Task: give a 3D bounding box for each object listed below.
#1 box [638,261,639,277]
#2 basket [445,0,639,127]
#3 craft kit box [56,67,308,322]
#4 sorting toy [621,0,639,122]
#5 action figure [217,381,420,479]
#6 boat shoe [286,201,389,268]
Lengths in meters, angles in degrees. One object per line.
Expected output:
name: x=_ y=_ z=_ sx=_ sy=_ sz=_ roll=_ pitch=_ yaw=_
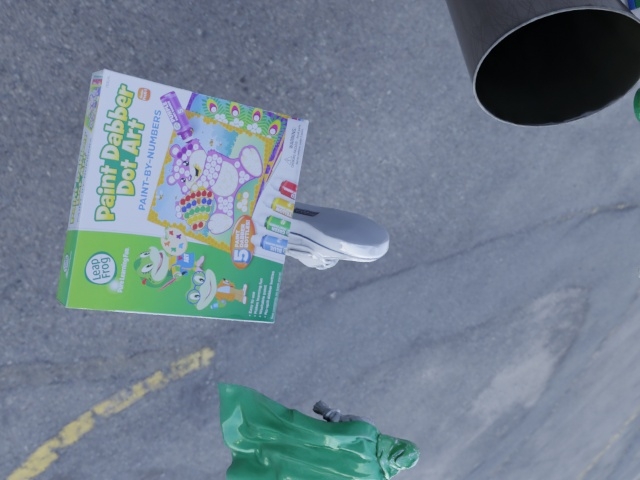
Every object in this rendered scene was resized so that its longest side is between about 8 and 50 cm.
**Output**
box: x=0.400 y=-0.078 z=0.695 sx=0.148 sy=0.127 sz=0.232 roll=-40 pitch=137 yaw=-54
basket: x=0.221 y=-0.258 z=0.790 sx=0.204 sy=0.227 sz=0.154 roll=1 pitch=143 yaw=-23
craft kit box: x=-0.148 y=-0.040 z=0.813 sx=0.247 sy=0.061 sz=0.249 roll=8 pitch=93 yaw=-29
sorting toy: x=0.391 y=-0.280 z=0.828 sx=0.132 sy=0.046 sz=0.274 roll=-27 pitch=106 yaw=-33
action figure: x=-0.003 y=0.210 z=0.736 sx=0.063 sy=0.232 sz=0.137 roll=-25 pitch=106 yaw=-50
boat shoe: x=0.000 y=0.000 z=1.122 sx=0.095 sy=0.258 sz=0.084 roll=-25 pitch=121 yaw=-39
